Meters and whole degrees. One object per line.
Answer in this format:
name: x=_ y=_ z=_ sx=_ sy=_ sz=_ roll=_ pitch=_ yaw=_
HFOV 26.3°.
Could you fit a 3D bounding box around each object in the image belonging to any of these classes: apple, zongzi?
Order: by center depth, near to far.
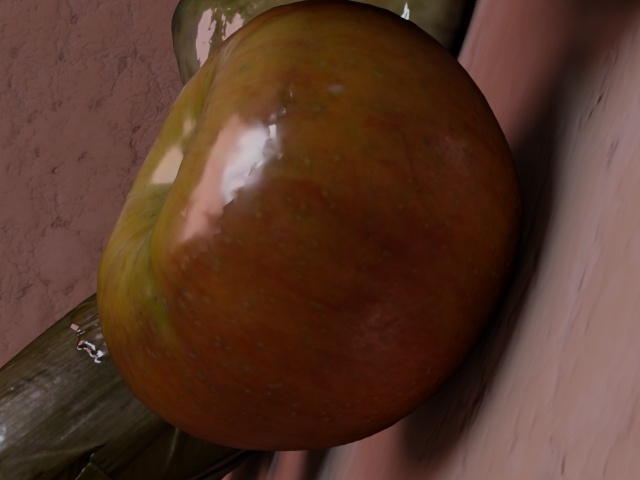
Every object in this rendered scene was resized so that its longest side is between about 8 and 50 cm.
apple: x=0.000 y=0.000 z=0.650 sx=0.210 sy=0.173 sz=0.235 roll=-68 pitch=15 yaw=-16
zongzi: x=-0.078 y=0.056 z=0.844 sx=0.274 sy=0.145 sz=0.300 roll=-25 pitch=-17 yaw=-41

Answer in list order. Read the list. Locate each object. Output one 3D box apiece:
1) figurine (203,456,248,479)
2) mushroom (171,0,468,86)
figurine: x=-0.136 y=0.150 z=1.227 sx=0.342 sy=0.167 sz=0.285 roll=-59 pitch=5 yaw=-36
mushroom: x=0.010 y=-0.199 z=1.026 sx=0.217 sy=0.212 sz=0.292 roll=113 pitch=-179 yaw=-50
